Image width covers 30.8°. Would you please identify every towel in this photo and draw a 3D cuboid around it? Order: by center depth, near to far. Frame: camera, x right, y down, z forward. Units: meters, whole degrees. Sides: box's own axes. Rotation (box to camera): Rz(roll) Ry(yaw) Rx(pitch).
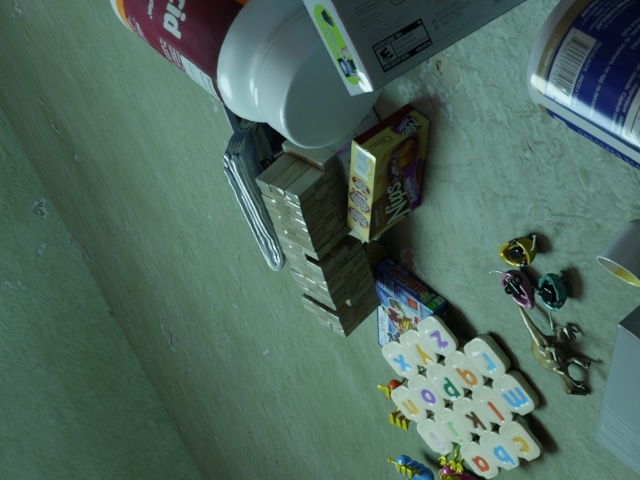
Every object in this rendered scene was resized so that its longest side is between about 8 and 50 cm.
[{"bbox_3d":[-0.086,-0.095,1.884,0.285,0.034,0.209,-76,-34,-65],"label":"towel"}]

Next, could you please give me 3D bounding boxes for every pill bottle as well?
[{"bbox_3d":[0.341,-0.134,1.112,0.264,0.153,0.153,39,150,32],"label":"pill bottle"},{"bbox_3d":[-0.103,-0.305,1.622,0.392,0.224,0.224,39,151,32],"label":"pill bottle"}]

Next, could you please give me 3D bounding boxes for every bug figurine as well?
[{"bbox_3d":[0.197,0.368,2.080,0.216,0.072,0.279,26,137,38],"label":"bug figurine"}]

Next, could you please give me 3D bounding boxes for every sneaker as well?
[{"bbox_3d":[0.055,0.047,1.948,0.084,0.069,0.185,40,150,20],"label":"sneaker"}]

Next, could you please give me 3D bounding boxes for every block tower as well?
[{"bbox_3d":[0.000,0.000,1.765,0.091,0.097,0.335,28,149,37],"label":"block tower"}]

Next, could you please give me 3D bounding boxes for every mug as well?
[{"bbox_3d":[0.366,0.014,1.352,0.062,0.064,0.078,30,173,35],"label":"mug"}]

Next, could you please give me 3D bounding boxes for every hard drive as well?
[{"bbox_3d":[-0.124,-0.178,1.972,0.094,0.022,0.135,-34,-78,-76],"label":"hard drive"}]

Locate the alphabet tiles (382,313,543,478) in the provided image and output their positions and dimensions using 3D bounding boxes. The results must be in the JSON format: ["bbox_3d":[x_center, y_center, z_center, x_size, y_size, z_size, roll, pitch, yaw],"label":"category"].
[{"bbox_3d":[0.226,0.252,1.868,0.278,0.021,0.284,51,142,3],"label":"alphabet tiles"}]

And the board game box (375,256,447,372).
[{"bbox_3d":[0.149,0.138,1.929,0.136,0.035,0.201,39,150,32],"label":"board game box"}]

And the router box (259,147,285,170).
[{"bbox_3d":[-0.022,-0.116,1.826,0.092,0.122,0.038,59,151,-5],"label":"router box"}]

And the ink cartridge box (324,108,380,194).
[{"bbox_3d":[0.038,-0.145,1.721,0.143,0.092,0.090,60,155,-11],"label":"ink cartridge box"}]

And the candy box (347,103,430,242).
[{"bbox_3d":[0.095,-0.093,1.660,0.053,0.109,0.187,41,150,28],"label":"candy box"}]

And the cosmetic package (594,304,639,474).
[{"bbox_3d":[0.412,0.165,1.381,0.107,0.127,0.238,37,147,35],"label":"cosmetic package"}]

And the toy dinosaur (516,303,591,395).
[{"bbox_3d":[0.318,0.150,1.620,0.183,0.053,0.092,57,157,-1],"label":"toy dinosaur"}]

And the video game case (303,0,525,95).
[{"bbox_3d":[0.090,-0.319,1.202,0.061,0.269,0.244,0,120,63],"label":"video game case"}]

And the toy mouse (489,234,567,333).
[{"bbox_3d":[0.292,0.059,1.579,0.143,0.031,0.161,58,155,-4],"label":"toy mouse"}]
